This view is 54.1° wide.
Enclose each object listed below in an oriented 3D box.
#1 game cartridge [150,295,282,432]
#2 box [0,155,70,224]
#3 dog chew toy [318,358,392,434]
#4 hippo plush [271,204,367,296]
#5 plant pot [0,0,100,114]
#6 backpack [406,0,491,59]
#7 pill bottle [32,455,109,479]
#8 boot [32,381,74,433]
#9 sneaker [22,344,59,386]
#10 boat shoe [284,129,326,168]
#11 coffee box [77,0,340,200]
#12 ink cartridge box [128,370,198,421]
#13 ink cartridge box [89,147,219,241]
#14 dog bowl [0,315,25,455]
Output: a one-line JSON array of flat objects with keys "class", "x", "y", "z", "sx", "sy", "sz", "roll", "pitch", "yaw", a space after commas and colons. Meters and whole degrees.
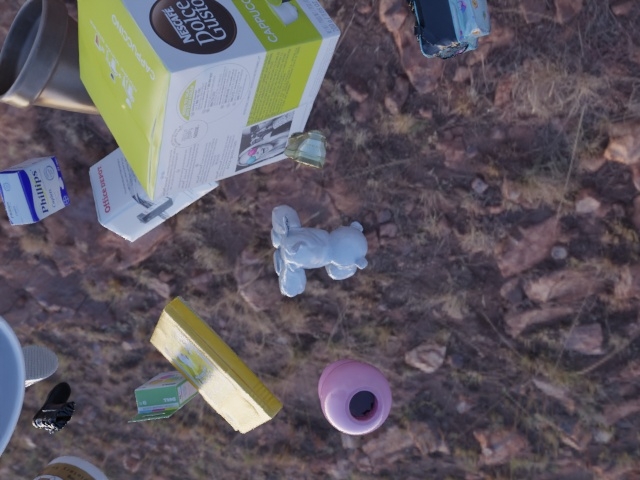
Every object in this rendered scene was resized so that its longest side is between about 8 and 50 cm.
[{"class": "game cartridge", "x": -0.247, "y": 0.295, "z": 1.416, "sx": 0.324, "sy": 0.052, "sz": 0.285, "roll": 47, "pitch": 149, "yaw": 4}, {"class": "box", "x": -0.671, "y": -0.119, "z": 1.469, "sx": 0.072, "sy": 0.137, "sz": 0.126, "roll": -2, "pitch": 113, "yaw": 17}, {"class": "dog chew toy", "x": 0.086, "y": 0.448, "z": 1.874, "sx": 0.206, "sy": 0.207, "sz": 0.332, "roll": 29, "pitch": 176, "yaw": -11}, {"class": "hippo plush", "x": 0.000, "y": 0.000, "z": 1.703, "sx": 0.236, "sy": 0.234, "sz": 0.294, "roll": -6, "pitch": 148, "yaw": -13}, {"class": "plant pot", "x": -0.592, "y": -0.407, "z": 1.460, "sx": 0.263, "sy": 0.263, "sz": 0.229, "roll": -29, "pitch": 147, "yaw": 36}, {"class": "backpack", "x": 0.263, "y": -0.456, "z": 1.265, "sx": 0.144, "sy": 0.188, "sz": 0.166, "roll": -16, "pitch": 92, "yaw": 21}, {"class": "pill bottle", "x": -0.415, "y": 0.438, "z": 0.911, "sx": 0.131, "sy": 0.229, "sz": 0.131, "roll": 7, "pitch": 114, "yaw": 15}, {"class": "boot", "x": -0.575, "y": 0.366, "z": 1.384, "sx": 0.099, "sy": 0.121, "sz": 0.045, "roll": -14, "pitch": 125, "yaw": 40}, {"class": "sneaker", "x": -0.838, "y": 0.373, "z": 1.653, "sx": 0.161, "sy": 0.282, "sz": 0.102, "roll": -38, "pitch": 83, "yaw": 24}, {"class": "boat shoe", "x": -0.017, "y": -0.132, "z": 0.865, "sx": 0.056, "sy": 0.153, "sz": 0.048, "roll": 16, "pitch": 100, "yaw": -7}, {"class": "coffee box", "x": -0.226, "y": -0.340, "z": 1.161, "sx": 0.338, "sy": 0.334, "sz": 0.338, "roll": 56, "pitch": 148, "yaw": 18}, {"class": "ink cartridge box", "x": -0.380, "y": 0.374, "z": 1.533, "sx": 0.108, "sy": 0.209, "sz": 0.062, "roll": -9, "pitch": 92, "yaw": 11}, {"class": "ink cartridge box", "x": -0.406, "y": -0.155, "z": 1.513, "sx": 0.272, "sy": 0.197, "sz": 0.114, "roll": -31, "pitch": 146, "yaw": 10}, {"class": "dog bowl", "x": -0.455, "y": 0.176, "z": 0.656, "sx": 0.104, "sy": 0.265, "sz": 0.265, "roll": 12, "pitch": 136, "yaw": 24}]
